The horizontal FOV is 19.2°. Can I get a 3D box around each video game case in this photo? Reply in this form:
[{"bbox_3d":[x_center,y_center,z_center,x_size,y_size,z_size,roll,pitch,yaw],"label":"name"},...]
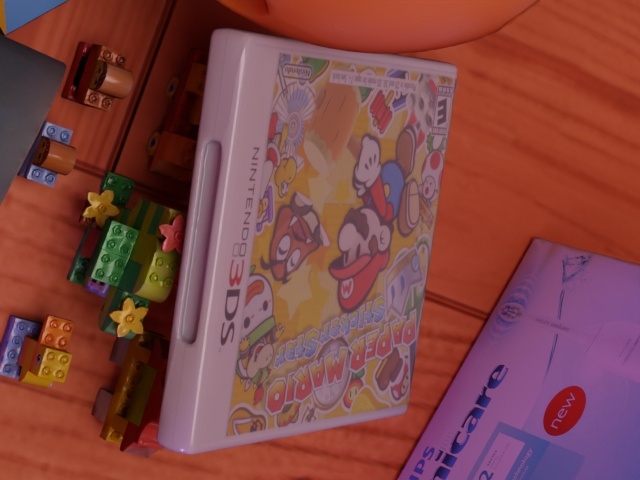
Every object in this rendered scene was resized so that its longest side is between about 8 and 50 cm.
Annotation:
[{"bbox_3d":[0.000,0.000,0.998,0.227,0.026,0.206,-1,101,-60],"label":"video game case"}]

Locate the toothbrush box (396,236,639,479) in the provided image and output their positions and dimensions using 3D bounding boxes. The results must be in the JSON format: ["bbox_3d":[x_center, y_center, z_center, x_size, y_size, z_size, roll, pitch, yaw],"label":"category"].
[{"bbox_3d":[0.188,0.137,1.032,0.126,0.295,0.216,34,83,-28],"label":"toothbrush box"}]

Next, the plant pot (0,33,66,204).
[{"bbox_3d":[-0.279,-0.006,0.769,0.235,0.293,0.293,30,83,-11],"label":"plant pot"}]

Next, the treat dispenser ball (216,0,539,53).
[{"bbox_3d":[0.029,-0.231,0.884,0.288,0.288,0.288,-5,101,-28],"label":"treat dispenser ball"}]

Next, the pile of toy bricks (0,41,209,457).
[{"bbox_3d":[-0.093,0.001,0.962,0.118,0.105,0.212,18,90,-30],"label":"pile of toy bricks"}]

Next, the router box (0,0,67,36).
[{"bbox_3d":[-0.175,-0.192,0.918,0.133,0.046,0.179,-33,113,-20],"label":"router box"}]
